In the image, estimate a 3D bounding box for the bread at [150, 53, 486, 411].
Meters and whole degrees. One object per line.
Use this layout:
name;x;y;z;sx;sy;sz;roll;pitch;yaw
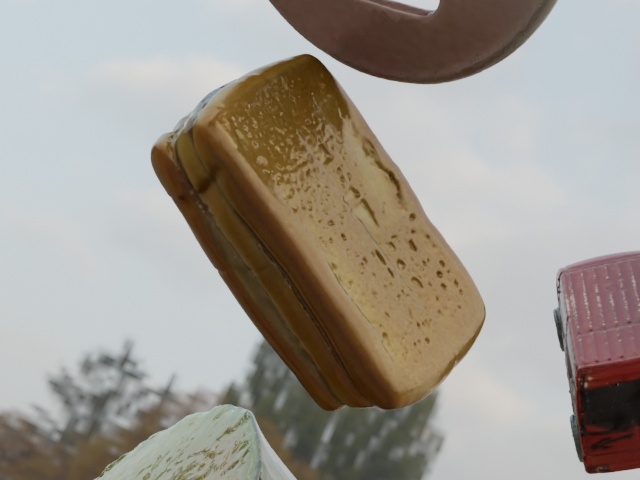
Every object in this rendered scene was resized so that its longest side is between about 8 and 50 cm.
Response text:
bread;0.000;0.000;1.013;0.077;0.116;0.200;-30;-82;37

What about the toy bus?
toy bus;0.186;0.059;1.162;0.081;0.195;0.089;-12;-61;9

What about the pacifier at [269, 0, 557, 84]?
pacifier;0.021;-0.230;0.933;0.220;0.273;0.332;4;-60;1

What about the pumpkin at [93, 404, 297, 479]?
pumpkin;-0.100;0.283;1.108;0.199;0.332;0.332;48;-23;-18
